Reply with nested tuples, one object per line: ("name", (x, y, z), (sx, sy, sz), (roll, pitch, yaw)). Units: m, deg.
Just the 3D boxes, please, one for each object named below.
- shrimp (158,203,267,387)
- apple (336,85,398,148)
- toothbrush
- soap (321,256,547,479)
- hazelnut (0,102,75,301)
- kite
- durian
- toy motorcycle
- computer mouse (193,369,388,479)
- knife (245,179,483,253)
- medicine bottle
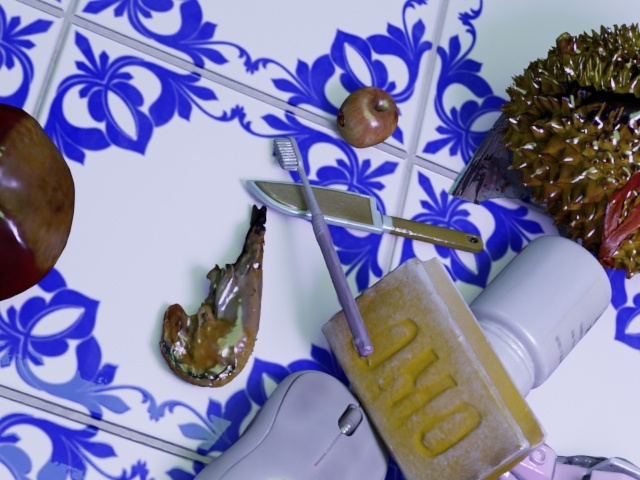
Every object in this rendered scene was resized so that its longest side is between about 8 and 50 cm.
("shrimp", (-0.123, 0.055, 1.965), (0.117, 0.066, 0.262), (18, 62, -17))
("apple", (0.062, -0.164, 2.127), (0.084, 0.071, 0.084), (13, 63, -28))
("toothbrush", (0.000, 0.000, 1.996), (0.029, 0.024, 0.354), (-3, 52, -23))
("soap", (0.136, 0.177, 1.939), (0.089, 0.173, 0.274), (4, 51, -58))
("hazelnut", (-0.390, -0.038, 1.805), (0.230, 0.229, 0.229), (8, 68, -22))
("kite", (0.325, -0.083, 2.250), (0.335, 0.011, 0.314), (-4, 74, -25))
("durian", (0.431, -0.118, 2.120), (0.348, 0.347, 0.384), (-36, 94, -30))
("toy motorcycle", (0.340, 0.318, 2.003), (0.327, 0.188, 0.143), (28, 55, -12))
("computer mouse", (-0.033, 0.278, 1.891), (0.297, 0.121, 0.184), (-39, 88, -29))
("knife", (0.061, -0.033, 2.102), (0.343, 0.027, 0.061), (11, 48, -21))
("medicine bottle", (0.259, 0.116, 2.069), (0.144, 0.144, 0.252), (48, 57, -2))
